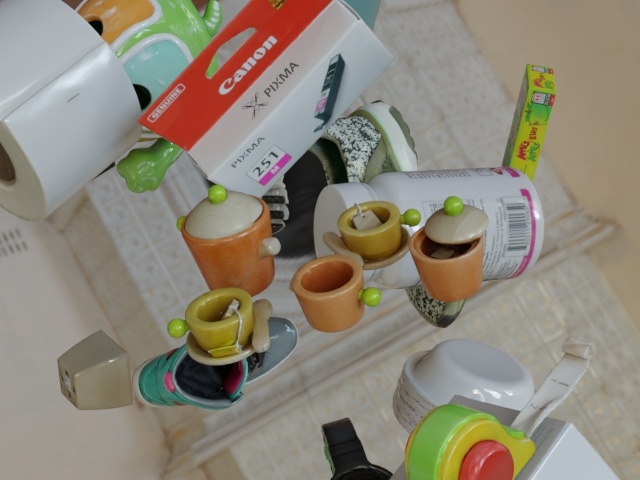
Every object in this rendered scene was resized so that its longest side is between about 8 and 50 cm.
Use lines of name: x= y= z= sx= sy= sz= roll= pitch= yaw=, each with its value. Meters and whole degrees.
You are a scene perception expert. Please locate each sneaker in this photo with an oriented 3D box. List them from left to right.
sneaker: x=-0.137 y=0.186 z=1.692 sx=0.295 sy=0.124 sz=0.178 roll=-20 pitch=-176 yaw=-28
sneaker: x=-0.107 y=-0.161 z=1.985 sx=0.110 sy=0.292 sz=0.118 roll=7 pitch=-169 yaw=-26
sneaker: x=0.084 y=-0.035 z=1.656 sx=0.182 sy=0.410 sz=0.158 roll=-8 pitch=148 yaw=-32

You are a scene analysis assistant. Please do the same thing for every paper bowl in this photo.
paper bowl: x=0.288 y=0.290 z=2.010 sx=0.284 sy=0.284 sz=0.148 roll=-16 pitch=129 yaw=-56

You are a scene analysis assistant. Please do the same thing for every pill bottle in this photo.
pill bottle: x=0.144 y=-0.016 z=1.452 sx=0.283 sy=0.160 sz=0.160 roll=-4 pitch=161 yaw=-22

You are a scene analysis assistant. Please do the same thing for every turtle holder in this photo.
turtle holder: x=-0.299 y=-0.256 z=1.690 sx=0.227 sy=0.243 sz=0.320 roll=-40 pitch=167 yaw=-37

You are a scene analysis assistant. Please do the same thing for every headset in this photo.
headset: x=0.048 y=0.445 z=1.557 sx=0.185 sy=0.394 sz=0.243 roll=-16 pitch=129 yaw=-5

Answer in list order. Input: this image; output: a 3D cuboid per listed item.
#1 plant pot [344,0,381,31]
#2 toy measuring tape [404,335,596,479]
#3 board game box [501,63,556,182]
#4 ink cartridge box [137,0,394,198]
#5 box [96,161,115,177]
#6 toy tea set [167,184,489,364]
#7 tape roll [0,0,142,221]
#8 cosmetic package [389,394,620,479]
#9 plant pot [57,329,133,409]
plant pot: x=-0.005 y=-0.453 z=1.825 sx=0.271 sy=0.255 sz=0.271 roll=-1 pitch=-172 yaw=0
toy measuring tape: x=0.189 y=0.195 z=1.172 sx=0.330 sy=0.121 sz=0.121 roll=-44 pitch=177 yaw=-24
board game box: x=0.322 y=-0.170 z=1.654 sx=0.092 sy=0.043 sz=0.181 roll=-76 pitch=175 yaw=-57
ink cartridge box: x=-0.058 y=-0.187 z=1.314 sx=0.275 sy=0.060 sz=0.239 roll=-45 pitch=155 yaw=8
box: x=-0.514 y=-0.229 z=1.970 sx=0.143 sy=0.270 sz=0.165 roll=15 pitch=-140 yaw=37
toy tea set: x=0.000 y=0.000 z=1.087 sx=0.336 sy=0.124 sz=0.200 roll=-14 pitch=-148 yaw=0
tape roll: x=-0.366 y=-0.168 z=1.332 sx=0.169 sy=0.246 sz=0.246 roll=-46 pitch=179 yaw=-29
cosmetic package: x=0.202 y=0.325 z=1.279 sx=0.224 sy=0.138 sz=0.224 roll=-49 pitch=-160 yaw=-18
plant pot: x=-0.401 y=0.238 z=1.871 sx=0.096 sy=0.109 sz=0.109 roll=-19 pitch=-149 yaw=-33
